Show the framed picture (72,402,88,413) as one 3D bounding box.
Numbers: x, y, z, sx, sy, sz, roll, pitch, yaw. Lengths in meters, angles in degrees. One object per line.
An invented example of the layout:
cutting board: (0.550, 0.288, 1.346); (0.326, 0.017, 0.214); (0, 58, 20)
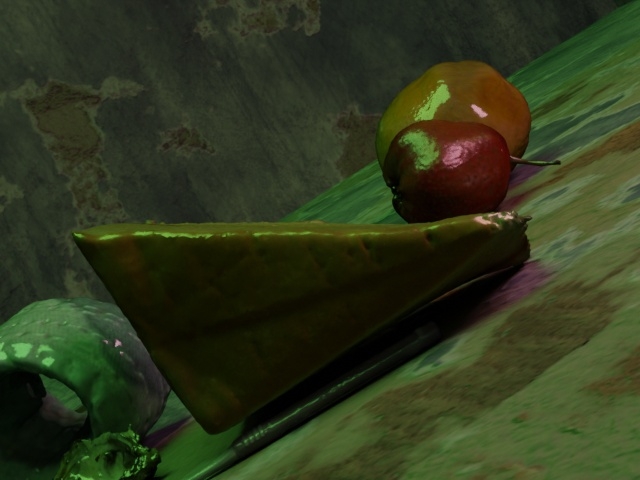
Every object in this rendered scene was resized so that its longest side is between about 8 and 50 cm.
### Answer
framed picture: (-0.267, 0.203, 2.007); (0.231, 0.018, 0.293); (-27, 7, 37)

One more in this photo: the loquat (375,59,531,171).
loquat: (0.187, -0.145, 1.831); (0.238, 0.193, 0.238); (-44, 20, 20)

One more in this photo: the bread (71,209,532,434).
bread: (0.000, 0.000, 1.253); (0.362, 0.245, 0.233); (-32, -3, 7)

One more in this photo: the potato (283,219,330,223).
potato: (-0.085, 0.045, 1.820); (0.235, 0.128, 0.161); (-35, -10, 19)

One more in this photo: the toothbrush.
toothbrush: (-0.048, 0.165, 1.164); (0.354, 0.029, 0.024); (-30, 19, -1)

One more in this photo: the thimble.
thimble: (-0.302, 0.180, 1.473); (0.250, 0.204, 0.172); (-10, 20, 24)

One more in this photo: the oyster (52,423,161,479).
oyster: (-0.226, 0.239, 1.324); (0.177, 0.056, 0.105); (-28, 18, 30)

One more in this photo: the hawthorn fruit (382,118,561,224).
hawthorn fruit: (0.185, -0.091, 1.647); (0.204, 0.162, 0.162); (-16, 3, -13)
